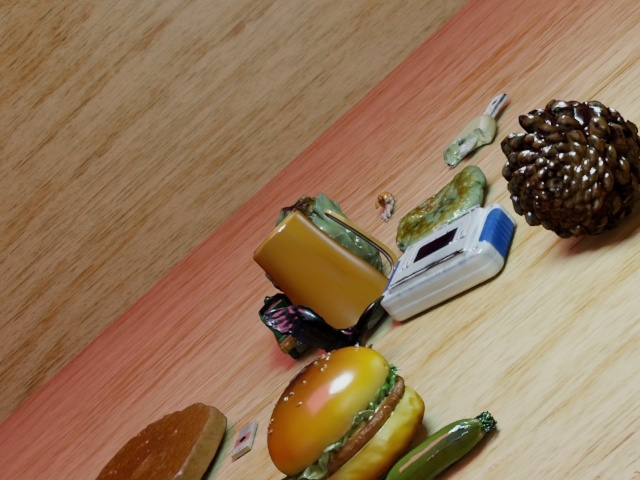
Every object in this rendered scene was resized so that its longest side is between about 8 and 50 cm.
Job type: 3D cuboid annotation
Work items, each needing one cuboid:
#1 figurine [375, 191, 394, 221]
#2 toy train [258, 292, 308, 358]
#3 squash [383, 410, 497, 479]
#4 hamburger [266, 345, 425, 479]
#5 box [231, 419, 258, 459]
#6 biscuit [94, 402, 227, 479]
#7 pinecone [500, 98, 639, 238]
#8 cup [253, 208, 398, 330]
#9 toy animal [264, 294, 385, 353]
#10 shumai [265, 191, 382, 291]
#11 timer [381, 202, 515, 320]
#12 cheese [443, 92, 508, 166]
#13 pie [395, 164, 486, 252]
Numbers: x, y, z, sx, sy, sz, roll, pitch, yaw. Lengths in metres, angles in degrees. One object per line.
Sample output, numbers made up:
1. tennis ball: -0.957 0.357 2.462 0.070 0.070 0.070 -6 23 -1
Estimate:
1. figurine: 0.159 -0.085 2.206 0.109 0.047 0.064 -85 21 -60
2. toy train: -0.072 0.167 1.920 0.091 0.136 0.227 -43 17 1
3. squash: 0.153 0.284 1.193 0.183 0.052 0.052 -38 15 8
4. hamburger: 0.020 0.259 1.299 0.246 0.170 0.246 -43 0 0
5. box: -0.145 0.385 1.747 0.046 0.012 0.083 -37 16 20
6. biscuit: -0.352 0.484 1.887 0.349 0.078 0.455 -54 18 -28
7. pinecone: 0.397 -0.111 1.380 0.221 0.221 0.221 -39 15 13
8. cup: 0.019 0.059 1.762 0.226 0.264 0.182 -46 0 -17
9. toy animal: 0.045 0.171 1.589 0.197 0.272 0.160 -49 -21 -3
10. shumai: 0.000 0.002 1.928 0.256 0.218 0.189 -8 16 21
11. timer: 0.225 0.034 1.639 0.253 0.078 0.178 -32 18 36
12. cheese: 0.380 -0.272 2.136 0.127 0.050 0.235 -28 20 51
13. pie: 0.249 -0.060 1.881 0.240 0.054 0.240 -41 16 14
